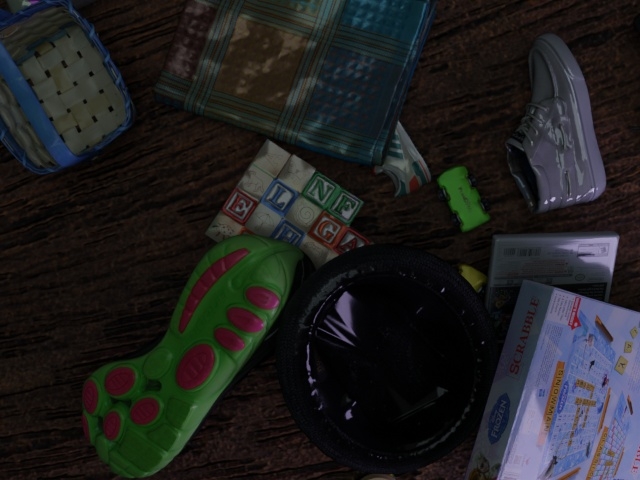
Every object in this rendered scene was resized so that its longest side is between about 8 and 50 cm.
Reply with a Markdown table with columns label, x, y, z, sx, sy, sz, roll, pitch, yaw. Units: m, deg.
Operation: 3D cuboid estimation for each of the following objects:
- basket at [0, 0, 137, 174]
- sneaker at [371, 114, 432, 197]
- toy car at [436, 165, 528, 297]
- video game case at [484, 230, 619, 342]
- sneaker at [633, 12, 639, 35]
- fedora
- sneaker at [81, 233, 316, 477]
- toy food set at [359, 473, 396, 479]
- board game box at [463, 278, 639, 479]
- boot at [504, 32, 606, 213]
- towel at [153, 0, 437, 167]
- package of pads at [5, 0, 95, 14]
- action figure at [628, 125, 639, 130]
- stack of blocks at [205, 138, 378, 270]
| label | x | y | z | sx | sy | sz | roll | pitch | yaw |
| --- | --- | --- | --- | --- | --- | --- | --- | --- | --- |
| basket | -0.385 | -0.214 | 1.640 | 0.201 | 0.289 | 0.255 | -30 | 89 | 2 |
| sneaker | 0.099 | -0.139 | 1.741 | 0.075 | 0.057 | 0.161 | -33 | 92 | -4 |
| toy car | 0.243 | -0.007 | 1.741 | 0.239 | 0.053 | 0.225 | -26 | 89 | 1 |
| video game case | 0.336 | 0.069 | 1.703 | 0.190 | 0.022 | 0.173 | -2 | 115 | -11 |
| sneaker | 0.608 | -0.300 | 1.667 | 0.281 | 0.106 | 0.162 | 33 | 114 | 9 |
| fedora | 0.082 | 0.151 | 1.611 | 0.334 | 0.152 | 0.334 | -3 | 105 | -12 |
| sneaker | -0.169 | 0.180 | 1.669 | 0.483 | 0.202 | 0.185 | -44 | 72 | 27 |
| toy food set | 0.090 | 0.396 | 1.768 | 0.082 | 0.020 | 0.083 | -16 | 90 | 2 |
| board game box | 0.370 | 0.240 | 1.648 | 0.318 | 0.066 | 0.319 | 16 | 91 | -36 |
| boot | 0.328 | -0.169 | 1.702 | 0.123 | 0.095 | 0.258 | -18 | 92 | -18 |
| towel | -0.041 | -0.282 | 1.723 | 0.370 | 0.040 | 0.271 | 18 | 87 | 10 |
| package of pads | -0.362 | -0.481 | 1.732 | 0.296 | 0.101 | 0.229 | -24 | 91 | 1 |
| action figure | 0.574 | -0.126 | 1.665 | 0.275 | 0.141 | 0.164 | 24 | 110 | 16 |
| stack of blocks | 0.000 | 0.000 | 1.731 | 0.297 | 0.087 | 0.171 | 34 | 93 | 1 |
